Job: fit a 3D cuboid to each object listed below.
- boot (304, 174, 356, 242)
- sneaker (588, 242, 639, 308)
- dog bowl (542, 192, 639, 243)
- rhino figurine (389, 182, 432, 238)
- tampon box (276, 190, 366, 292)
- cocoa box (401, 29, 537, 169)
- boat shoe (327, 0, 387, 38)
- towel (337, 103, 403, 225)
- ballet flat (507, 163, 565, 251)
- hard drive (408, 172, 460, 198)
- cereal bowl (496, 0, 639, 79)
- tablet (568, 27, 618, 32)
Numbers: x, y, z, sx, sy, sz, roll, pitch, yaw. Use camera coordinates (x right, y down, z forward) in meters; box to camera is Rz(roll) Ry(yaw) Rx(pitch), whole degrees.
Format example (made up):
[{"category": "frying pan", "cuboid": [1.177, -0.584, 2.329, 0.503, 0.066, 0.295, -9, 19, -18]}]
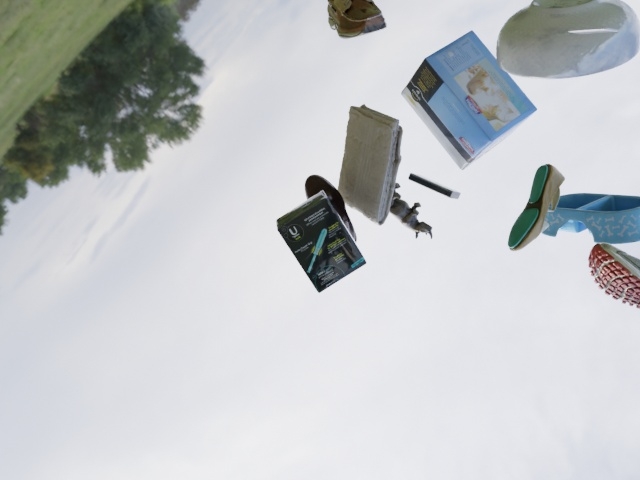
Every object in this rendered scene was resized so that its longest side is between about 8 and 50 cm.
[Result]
[{"category": "boot", "cuboid": [0.018, -0.092, 1.508, 0.090, 0.248, 0.207, -29, 164, 3]}, {"category": "sneaker", "cuboid": [0.555, 0.069, 0.995, 0.093, 0.225, 0.088, -58, -179, -22]}, {"category": "dog bowl", "cuboid": [0.669, -0.060, 1.438, 0.165, 0.074, 0.297, -20, -165, -24]}, {"category": "rhino figurine", "cuboid": [0.325, -0.094, 2.170, 0.073, 0.243, 0.106, -45, 179, -41]}, {"category": "tampon box", "cuboid": [0.000, 0.000, 1.220, 0.120, 0.161, 0.101, -32, -166, 2]}, {"category": "cocoa box", "cuboid": [0.485, -0.462, 1.958, 0.231, 0.347, 0.228, -34, 173, -21]}, {"category": "boat shoe", "cuboid": [0.083, -0.639, 1.630, 0.122, 0.120, 0.324, -21, -149, -9]}, {"category": "towel", "cuboid": [0.126, -0.202, 1.550, 0.187, 0.049, 0.282, 37, -52, 44]}, {"category": "ballet flat", "cuboid": [0.520, -0.069, 1.398, 0.232, 0.073, 0.080, -65, -164, -7]}, {"category": "hard drive", "cuboid": [0.324, -0.155, 1.684, 0.135, 0.094, 0.022, 28, -76, 23]}, {"category": "cereal bowl", "cuboid": [0.607, -0.528, 1.461, 0.338, 0.141, 0.339, -9, -146, 6]}, {"category": "tablet", "cuboid": [0.561, -0.431, 1.217, 0.083, 0.054, 0.006, 20, -67, 50]}]
